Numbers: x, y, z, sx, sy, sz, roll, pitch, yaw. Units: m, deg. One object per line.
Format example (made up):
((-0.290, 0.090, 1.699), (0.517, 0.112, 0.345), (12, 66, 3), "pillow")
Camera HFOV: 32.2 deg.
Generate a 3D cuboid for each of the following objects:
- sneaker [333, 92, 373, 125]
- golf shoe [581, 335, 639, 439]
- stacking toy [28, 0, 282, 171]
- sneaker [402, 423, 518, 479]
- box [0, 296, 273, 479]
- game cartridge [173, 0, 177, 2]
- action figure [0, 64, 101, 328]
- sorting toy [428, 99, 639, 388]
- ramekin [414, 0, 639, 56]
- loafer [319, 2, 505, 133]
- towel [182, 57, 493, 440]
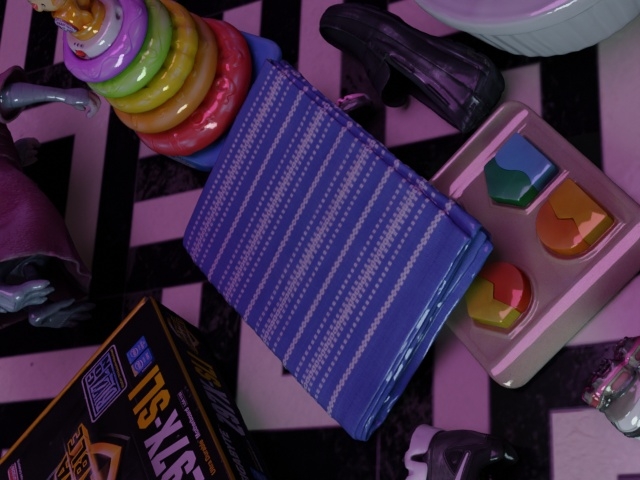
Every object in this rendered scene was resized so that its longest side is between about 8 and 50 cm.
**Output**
((0.015, -0.097, 1.129), (0.119, 0.047, 0.057), (-45, 60, 22), "sneaker")
((0.293, 0.077, 0.868), (0.086, 0.067, 0.186), (40, 97, 10), "golf shoe")
((-0.198, -0.202, 1.145), (0.175, 0.302, 0.165), (25, 87, 37), "stacking toy")
((0.121, 0.260, 0.896), (0.106, 0.078, 0.234), (-12, 64, 33), "sneaker")
((-0.184, 0.236, 1.049), (0.257, 0.079, 0.322), (-46, 34, 7), "box")
((-0.225, -0.443, 1.411), (0.230, 0.068, 0.355), (-37, 56, 13), "game cartridge")
((-0.387, -0.067, 1.228), (0.370, 0.276, 0.248), (62, 147, 14), "action figure")
((0.169, -0.004, 0.989), (0.193, 0.038, 0.208), (-47, 54, 10), "sorting toy")
((0.205, -0.295, 1.016), (0.273, 0.127, 0.272), (-11, 69, 30), "ramekin")
((0.076, -0.172, 1.091), (0.223, 0.076, 0.078), (31, 83, 34), "loafer")
((0.000, 0.000, 1.076), (0.336, 0.040, 0.243), (44, 116, 37), "towel")
